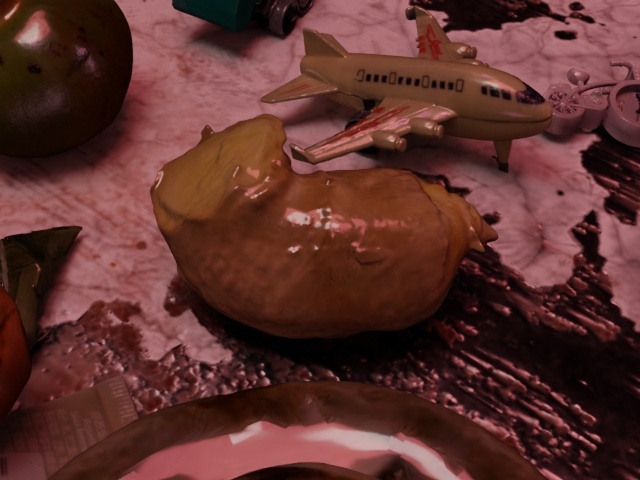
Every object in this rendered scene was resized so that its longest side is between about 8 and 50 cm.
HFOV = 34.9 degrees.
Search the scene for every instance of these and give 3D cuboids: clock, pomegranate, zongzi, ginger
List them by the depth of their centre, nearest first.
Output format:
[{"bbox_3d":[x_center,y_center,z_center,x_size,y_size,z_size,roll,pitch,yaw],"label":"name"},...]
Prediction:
[{"bbox_3d":[0.000,0.000,0.775,0.267,0.152,0.138,13,21,-10],"label":"ginger"},{"bbox_3d":[-0.225,0.037,0.805,0.119,0.055,0.109,-18,52,-29],"label":"zongzi"},{"bbox_3d":[-0.262,-0.175,0.886,0.179,0.210,0.180,-10,50,13],"label":"pomegranate"},{"bbox_3d":[0.263,-0.127,0.945,0.129,0.041,0.087,2,52,-5],"label":"clock"}]

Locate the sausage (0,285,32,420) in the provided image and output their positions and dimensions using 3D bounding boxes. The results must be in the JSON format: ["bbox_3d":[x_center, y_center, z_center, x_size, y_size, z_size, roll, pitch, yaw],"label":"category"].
[{"bbox_3d":[-0.297,0.067,0.703,0.258,0.133,0.133,17,48,43],"label":"sausage"}]

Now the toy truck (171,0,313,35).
[{"bbox_3d":[-0.052,-0.308,1.060,0.114,0.124,0.253,24,55,18],"label":"toy truck"}]

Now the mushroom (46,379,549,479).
[{"bbox_3d":[-0.011,0.217,0.478,0.362,0.295,0.362,1,48,-1],"label":"mushroom"}]

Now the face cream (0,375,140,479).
[{"bbox_3d":[-0.274,0.185,0.664,0.341,0.084,0.137,-14,48,-22],"label":"face cream"}]

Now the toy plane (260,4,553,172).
[{"bbox_3d":[0.083,-0.131,0.911,0.256,0.104,0.242,23,50,20],"label":"toy plane"}]
